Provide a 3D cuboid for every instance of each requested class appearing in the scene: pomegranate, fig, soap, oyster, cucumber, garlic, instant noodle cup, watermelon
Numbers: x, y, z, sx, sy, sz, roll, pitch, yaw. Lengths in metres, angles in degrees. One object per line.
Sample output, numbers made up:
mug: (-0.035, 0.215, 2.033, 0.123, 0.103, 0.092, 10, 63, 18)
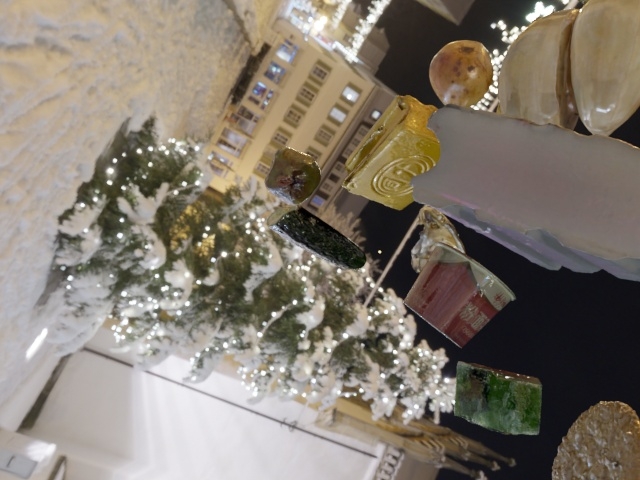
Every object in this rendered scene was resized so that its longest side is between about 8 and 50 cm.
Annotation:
pomegranate: (0.466, -0.546, 1.473, 0.215, 0.215, 0.215, -53, -161, 28)
fig: (-0.067, -0.174, 1.192, 0.165, 0.154, 0.144, -21, 164, -44)
soap: (0.196, -0.193, 1.055, 0.324, 0.204, 0.096, 138, -33, -63)
oyster: (0.437, 0.031, 1.620, 0.271, 0.275, 0.100, -63, 180, 29)
soap: (0.311, -0.065, 0.574, 0.159, 0.301, 0.257, -69, -159, -1)
cucumber: (0.001, 0.000, 0.909, 0.074, 0.241, 0.075, -35, -142, 34)
garlic: (0.505, -0.332, 0.858, 0.285, 0.249, 0.313, 23, -99, 33)
instant noodle cup: (0.330, 0.140, 1.092, 0.179, 0.234, 0.235, -53, -163, 0)
watermelon: (0.591, 0.491, 1.462, 0.302, 0.263, 0.151, -11, 105, -60)

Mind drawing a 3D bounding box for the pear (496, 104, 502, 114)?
pear: (0.641, -0.399, 1.374, 0.178, 0.177, 0.178, -53, -161, 28)

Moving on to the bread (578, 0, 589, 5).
bread: (0.741, -0.605, 1.066, 0.152, 0.267, 0.130, -91, -159, -57)

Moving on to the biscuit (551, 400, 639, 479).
biscuit: (0.420, 0.349, 0.673, 0.220, 0.033, 0.220, -62, 171, -18)
